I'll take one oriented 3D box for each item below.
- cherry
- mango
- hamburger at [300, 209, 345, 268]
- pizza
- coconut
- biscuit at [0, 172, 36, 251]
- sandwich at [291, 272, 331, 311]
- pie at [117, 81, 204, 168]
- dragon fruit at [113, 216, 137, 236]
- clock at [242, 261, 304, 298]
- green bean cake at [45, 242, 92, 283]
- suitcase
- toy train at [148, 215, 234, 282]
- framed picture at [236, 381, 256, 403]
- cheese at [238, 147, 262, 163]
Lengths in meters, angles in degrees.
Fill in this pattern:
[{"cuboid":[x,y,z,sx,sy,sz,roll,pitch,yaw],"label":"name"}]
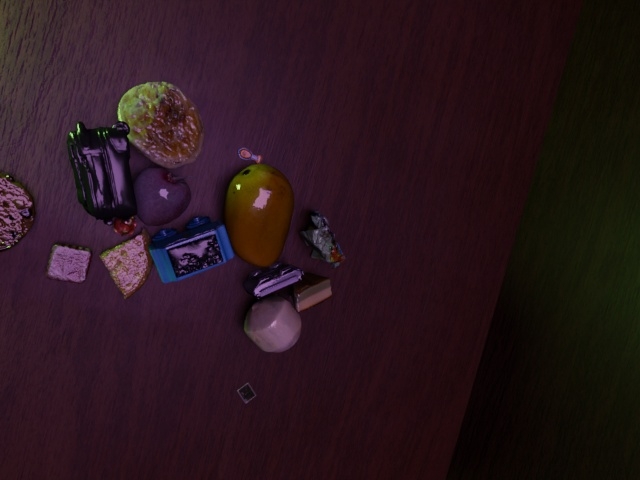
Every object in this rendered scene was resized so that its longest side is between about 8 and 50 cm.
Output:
[{"cuboid":[-0.612,-0.175,1.598,0.213,0.183,0.266,34,96,-14],"label":"cherry"},{"cuboid":[-0.258,-0.099,1.775,0.299,0.232,0.446,-8,112,-30],"label":"mango"},{"cuboid":[-0.005,-0.002,1.942,0.150,0.260,0.276,-26,77,4],"label":"hamburger"},{"cuboid":[-0.763,0.085,1.640,0.197,0.058,0.293,12,92,-27],"label":"pizza"},{"cuboid":[-0.219,0.361,1.871,0.245,0.245,0.248,-38,113,-16],"label":"coconut"},{"cuboid":[-1.132,-0.095,1.407,0.295,0.075,0.296,-9,107,-29],"label":"biscuit"},{"cuboid":[-0.084,0.237,1.942,0.220,0.186,0.108,-21,111,-42],"label":"sandwich"},{"cuboid":[-0.593,-0.438,1.588,0.338,0.077,0.340,6,80,-37],"label":"pie"},{"cuboid":[-0.745,-0.059,1.592,0.081,0.116,0.086,38,73,-22],"label":"dragon fruit"},{"cuboid":[-0.213,0.167,1.866,0.253,0.186,0.084,-22,103,-23],"label":"clock"},{"cuboid":[-0.934,0.085,1.552,0.135,0.056,0.135,15,93,-28],"label":"green bean cake"},{"cuboid":[-0.742,-0.224,1.433,0.188,0.345,0.340,-14,104,-31],"label":"suitcase"},{"cuboid":[-0.505,0.028,1.644,0.300,0.265,0.188,-22,112,-20],"label":"toy train"},{"cuboid":[-0.353,0.731,1.995,0.066,0.006,0.089,-33,112,-19],"label":"framed picture"},{"cuboid":[-0.307,-0.368,1.815,0.111,0.017,0.047,18,94,-29],"label":"cheese"}]
